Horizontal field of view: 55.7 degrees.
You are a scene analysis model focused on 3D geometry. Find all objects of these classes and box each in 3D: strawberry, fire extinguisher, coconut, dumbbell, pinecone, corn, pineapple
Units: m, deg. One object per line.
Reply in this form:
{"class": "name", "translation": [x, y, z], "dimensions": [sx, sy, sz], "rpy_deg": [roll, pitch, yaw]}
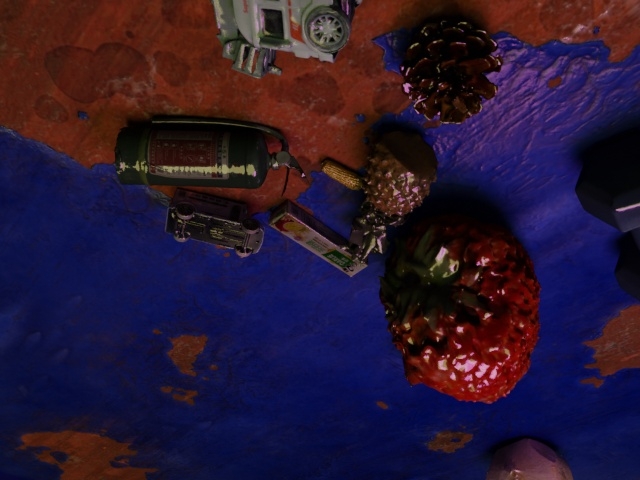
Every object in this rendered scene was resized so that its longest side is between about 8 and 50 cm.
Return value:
{"class": "strawberry", "translation": [0.268, 0.126, 1.070], "dimensions": [0.267, 0.311, 0.351], "rpy_deg": [-10, 159, 44]}
{"class": "fire extinguisher", "translation": [-0.161, -0.128, 0.936], "dimensions": [0.295, 0.118, 0.093], "rpy_deg": [2, 173, 1]}
{"class": "coconut", "translation": [0.583, 0.680, 1.707], "dimensions": [0.227, 0.227, 0.230], "rpy_deg": [-32, 129, 32]}
{"class": "dumbbell", "translation": [0.532, -0.022, 0.979], "dimensions": [0.144, 0.160, 0.325], "rpy_deg": [-41, 127, 3]}
{"class": "pinecone", "translation": [0.171, -0.215, 0.801], "dimensions": [0.140, 0.120, 0.140], "rpy_deg": [6, 144, 5]}
{"class": "corn", "translation": [0.038, -0.106, 0.996], "dimensions": [0.083, 0.028, 0.027], "rpy_deg": [26, 112, -23]}
{"class": "pineapple", "translation": [0.099, -0.056, 0.982], "dimensions": [0.125, 0.125, 0.251], "rpy_deg": [11, 139, -10]}

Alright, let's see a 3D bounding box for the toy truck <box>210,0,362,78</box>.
{"class": "toy truck", "translation": [-0.045, -0.343, 0.667], "dimensions": [0.185, 0.132, 0.338], "rpy_deg": [8, 136, 9]}

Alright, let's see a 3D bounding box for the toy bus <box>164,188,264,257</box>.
{"class": "toy bus", "translation": [-0.180, -0.034, 1.054], "dimensions": [0.168, 0.076, 0.073], "rpy_deg": [14, 136, -9]}

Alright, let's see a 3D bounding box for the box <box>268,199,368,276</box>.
{"class": "box", "translation": [0.000, 0.000, 1.107], "dimensions": [0.207, 0.041, 0.050], "rpy_deg": [33, 127, -30]}

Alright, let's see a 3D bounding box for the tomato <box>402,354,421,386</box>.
{"class": "tomato", "translation": [0.255, 0.244, 1.332], "dimensions": [0.173, 0.099, 0.189], "rpy_deg": [-27, 172, 10]}
